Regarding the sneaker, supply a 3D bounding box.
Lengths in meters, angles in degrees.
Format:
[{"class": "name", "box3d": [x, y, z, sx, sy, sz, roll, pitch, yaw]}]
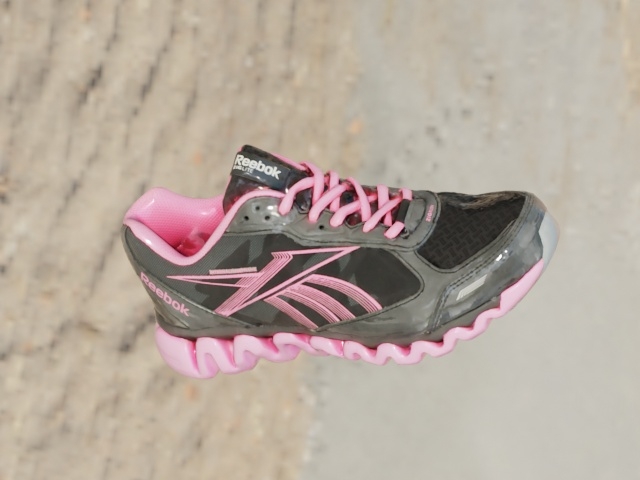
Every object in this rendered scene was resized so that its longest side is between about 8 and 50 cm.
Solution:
[{"class": "sneaker", "box3d": [0.000, 0.000, 0.461, 0.057, 0.119, 0.047, 65, 30, -27]}]
